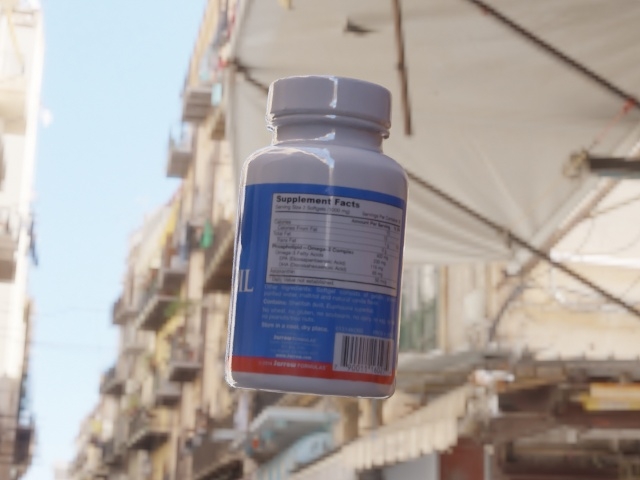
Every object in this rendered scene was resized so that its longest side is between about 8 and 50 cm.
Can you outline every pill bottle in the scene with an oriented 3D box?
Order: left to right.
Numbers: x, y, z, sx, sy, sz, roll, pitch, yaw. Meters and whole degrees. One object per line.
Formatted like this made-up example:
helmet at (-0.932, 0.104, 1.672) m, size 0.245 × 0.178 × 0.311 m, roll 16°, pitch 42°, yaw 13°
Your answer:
pill bottle at (0.000, 0.000, 0.941) m, size 0.124 × 0.221 × 0.124 m, roll 4°, pitch -8°, yaw 1°
